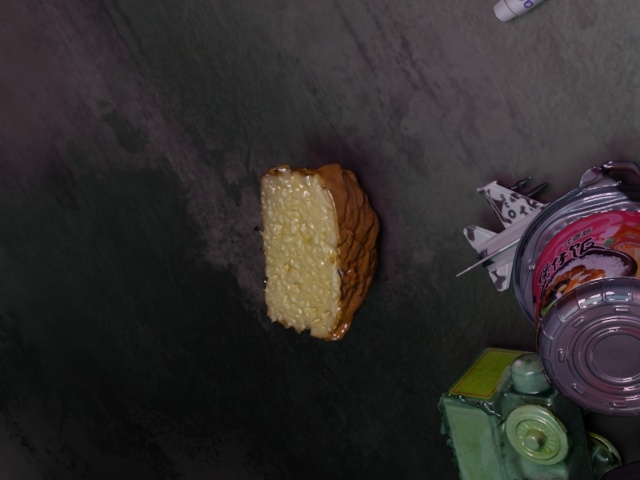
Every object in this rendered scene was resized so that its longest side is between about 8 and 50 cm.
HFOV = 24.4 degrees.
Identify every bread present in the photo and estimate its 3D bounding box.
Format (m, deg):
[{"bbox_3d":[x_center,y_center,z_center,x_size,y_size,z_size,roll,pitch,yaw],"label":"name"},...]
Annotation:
[{"bbox_3d":[0.000,0.000,1.912,0.143,0.139,0.228,9,113,26],"label":"bread"}]

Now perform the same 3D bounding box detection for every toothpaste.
[{"bbox_3d":[0.279,-0.310,1.644,0.218,0.033,0.052,-35,99,36],"label":"toothpaste"}]

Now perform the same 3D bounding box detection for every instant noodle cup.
[{"bbox_3d":[0.344,0.083,1.683,0.258,0.181,0.302,-12,118,18],"label":"instant noodle cup"}]

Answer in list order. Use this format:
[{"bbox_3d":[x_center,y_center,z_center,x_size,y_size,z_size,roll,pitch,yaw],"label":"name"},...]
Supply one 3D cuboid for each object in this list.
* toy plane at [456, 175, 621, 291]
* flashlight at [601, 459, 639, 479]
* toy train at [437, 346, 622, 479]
[{"bbox_3d":[0.270,-0.018,1.789,0.234,0.082,0.160,-31,87,24],"label":"toy plane"},{"bbox_3d":[0.528,0.247,1.737,0.424,0.103,0.103,-25,101,33],"label":"flashlight"},{"bbox_3d":[0.269,0.262,1.890,0.188,0.159,0.271,3,120,35],"label":"toy train"}]
